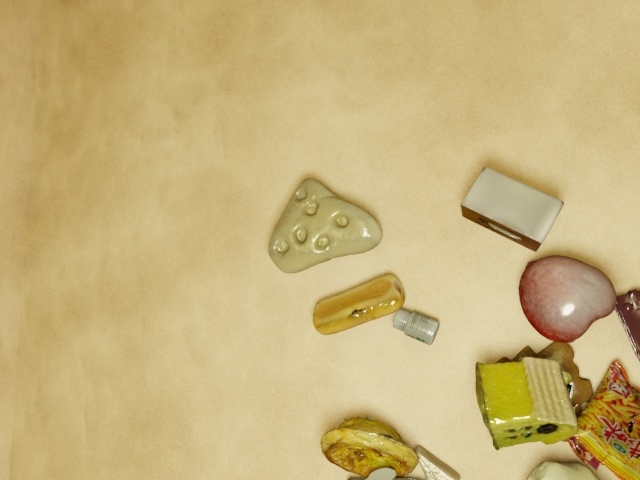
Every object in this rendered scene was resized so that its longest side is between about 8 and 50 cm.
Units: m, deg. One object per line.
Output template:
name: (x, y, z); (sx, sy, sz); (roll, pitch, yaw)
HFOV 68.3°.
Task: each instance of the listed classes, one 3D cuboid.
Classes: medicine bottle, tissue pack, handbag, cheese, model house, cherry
medicine bottle: (0.297, 0.265, 1.467); (0.131, 0.080, 0.080); (20, 88, 22)
tissue pack: (0.561, -0.092, 1.397); (0.246, 0.159, 0.135); (29, 89, 22)
handbag: (0.925, 0.215, 1.260); (0.203, 0.074, 0.216); (-19, 75, 15)
cheese: (0.000, 0.000, 1.590); (0.351, 0.130, 0.328); (35, 91, 23)
model house: (0.540, 0.413, 1.227); (0.235, 0.174, 0.193); (-18, 37, 22)
cherry: (0.659, 0.147, 1.293); (0.240, 0.206, 0.239); (1, 93, 24)

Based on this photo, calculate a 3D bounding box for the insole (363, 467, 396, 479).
insole: (0.166, 0.716, 1.410); (0.065, 0.004, 0.197); (25, 131, -8)

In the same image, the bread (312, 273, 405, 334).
bread: (0.123, 0.214, 1.522); (0.305, 0.091, 0.142); (-23, 30, 15)

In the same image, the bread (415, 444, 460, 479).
bread: (0.324, 0.695, 1.385); (0.152, 0.077, 0.105); (31, 91, 23)

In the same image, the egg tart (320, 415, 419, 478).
egg tart: (0.147, 0.607, 1.396); (0.291, 0.290, 0.115); (-2, 45, 19)

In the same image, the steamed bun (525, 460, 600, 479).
steamed bun: (0.653, 0.715, 1.201); (0.275, 0.206, 0.319); (9, 106, 37)

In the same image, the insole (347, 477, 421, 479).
insole: (0.202, 0.738, 1.427); (0.254, 0.086, 0.005); (-10, 37, 22)

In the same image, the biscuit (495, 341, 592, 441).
biscuit: (0.607, 0.426, 1.349); (0.302, 0.043, 0.277); (-6, 79, 18)

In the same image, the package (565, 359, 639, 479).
package: (0.784, 0.490, 1.224); (0.223, 0.108, 0.288); (41, 75, 14)
